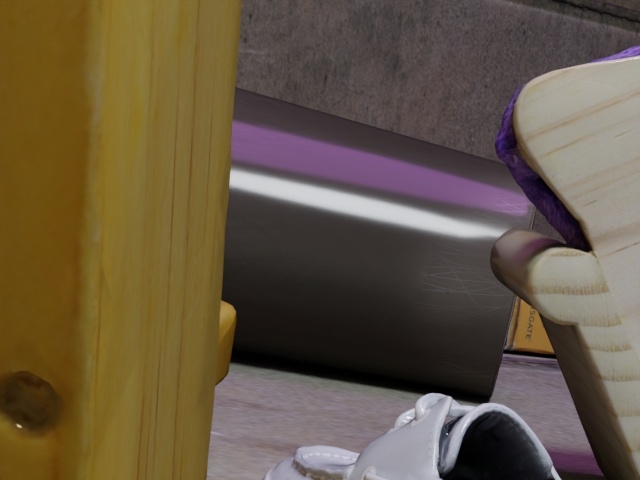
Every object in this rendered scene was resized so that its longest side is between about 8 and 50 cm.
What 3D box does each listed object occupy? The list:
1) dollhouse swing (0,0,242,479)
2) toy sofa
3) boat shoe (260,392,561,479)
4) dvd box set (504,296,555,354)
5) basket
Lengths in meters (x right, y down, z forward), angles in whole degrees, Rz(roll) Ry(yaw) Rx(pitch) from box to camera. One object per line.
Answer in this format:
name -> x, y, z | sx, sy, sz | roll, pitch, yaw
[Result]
dollhouse swing -> -0.182, -0.068, 0.487 | 0.346, 0.315, 0.305 | 9, 23, 9
toy sofa -> 0.247, -0.038, 0.664 | 0.362, 0.177, 0.150 | -23, 3, 2
boat shoe -> 0.039, 0.072, 0.434 | 0.066, 0.063, 0.184 | 8, 4, -24
dvd box set -> 0.250, 0.057, 1.420 | 0.420, 0.062, 0.307 | 7, 3, -28
basket -> 0.000, 0.000, 0.948 | 0.226, 0.154, 0.204 | 13, 5, 5
